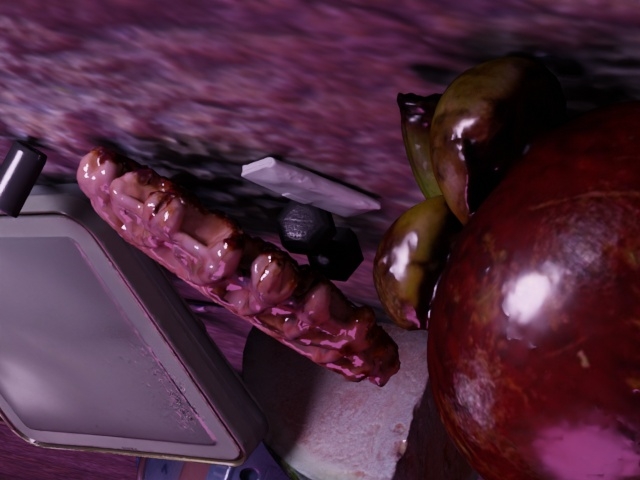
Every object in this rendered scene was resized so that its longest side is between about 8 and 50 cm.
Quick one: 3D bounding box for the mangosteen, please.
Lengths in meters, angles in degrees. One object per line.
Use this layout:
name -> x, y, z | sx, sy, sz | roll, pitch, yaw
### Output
mangosteen -> 0.129, 0.014, 0.915 | 0.257, 0.215, 0.215 | 47, 169, 10

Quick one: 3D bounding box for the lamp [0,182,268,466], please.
lamp -> -0.198, 0.065, 1.435 | 0.269, 0.047, 0.266 | 0, 135, 40

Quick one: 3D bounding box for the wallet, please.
wallet -> -0.006, -0.032, 1.181 | 0.083, 0.011, 0.044 | 20, 164, -29

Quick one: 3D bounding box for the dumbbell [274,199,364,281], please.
dumbbell -> 0.000, 0.000, 1.247 | 0.036, 0.040, 0.083 | -23, 156, 11

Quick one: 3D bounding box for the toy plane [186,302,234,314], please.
toy plane -> -0.120, 0.122, 1.657 | 0.182, 0.107, 0.273 | -5, 155, 17

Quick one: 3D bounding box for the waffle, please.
waffle -> -0.056, 0.020, 1.232 | 0.221, 0.055, 0.234 | 30, 172, 27

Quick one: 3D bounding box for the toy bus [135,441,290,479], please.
toy bus -> -0.071, 0.253, 1.993 | 0.232, 0.197, 0.294 | 16, 171, 36

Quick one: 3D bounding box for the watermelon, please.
watermelon -> 0.058, 0.150, 1.555 | 0.176, 0.256, 0.260 | -34, 145, 4

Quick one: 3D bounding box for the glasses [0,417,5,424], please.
glasses -> -0.275, 0.152, 1.960 | 0.190, 0.088, 0.220 | 15, 165, -8

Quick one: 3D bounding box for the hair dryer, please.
hair dryer -> -0.201, -0.043, 1.267 | 0.026, 0.047, 0.083 | 30, -177, -5
